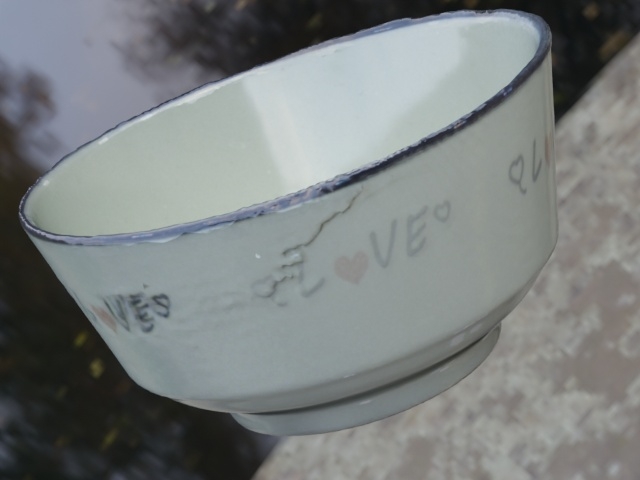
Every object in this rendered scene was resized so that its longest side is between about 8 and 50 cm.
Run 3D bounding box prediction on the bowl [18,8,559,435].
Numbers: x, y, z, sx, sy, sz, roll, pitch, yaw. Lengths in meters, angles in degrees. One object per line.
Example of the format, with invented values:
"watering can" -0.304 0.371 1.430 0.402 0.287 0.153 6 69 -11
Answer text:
"bowl" 0.000 0.000 0.759 0.237 0.126 0.238 -16 18 5
